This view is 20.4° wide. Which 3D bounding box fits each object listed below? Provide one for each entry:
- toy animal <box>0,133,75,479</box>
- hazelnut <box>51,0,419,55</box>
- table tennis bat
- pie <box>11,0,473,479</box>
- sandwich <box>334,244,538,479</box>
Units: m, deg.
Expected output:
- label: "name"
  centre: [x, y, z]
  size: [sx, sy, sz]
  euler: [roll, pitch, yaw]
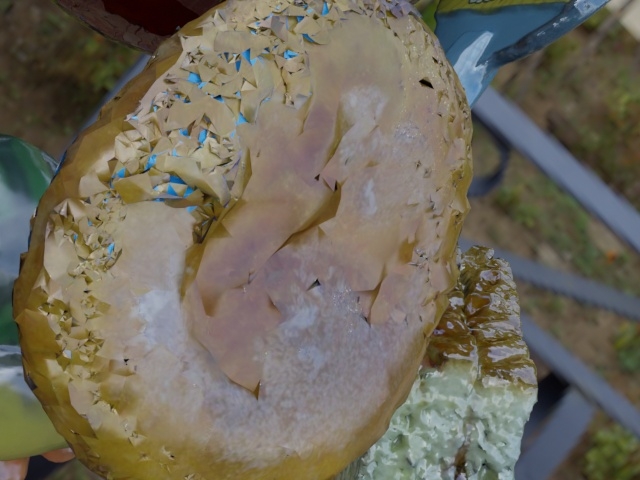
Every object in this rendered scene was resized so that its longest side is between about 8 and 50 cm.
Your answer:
- label: "toy animal"
  centre: [-0.259, 0.074, 1.474]
  size: [0.216, 0.338, 0.191]
  euler: [-23, 39, -24]
- label: "hazelnut"
  centre: [-0.047, -0.325, 1.449]
  size: [0.429, 0.402, 0.402]
  euler: [-39, 83, -16]
- label: "table tennis bat"
  centre: [0.159, -0.187, 1.356]
  size: [0.044, 0.215, 0.329]
  euler: [48, 70, -27]
- label: "pie"
  centre: [-0.020, 0.002, 0.823]
  size: [0.069, 0.273, 0.273]
  euler: [17, 8, 43]
- label: "sandwich"
  centre: [0.076, 0.188, 1.339]
  size: [0.131, 0.325, 0.262]
  euler: [7, 19, -3]
